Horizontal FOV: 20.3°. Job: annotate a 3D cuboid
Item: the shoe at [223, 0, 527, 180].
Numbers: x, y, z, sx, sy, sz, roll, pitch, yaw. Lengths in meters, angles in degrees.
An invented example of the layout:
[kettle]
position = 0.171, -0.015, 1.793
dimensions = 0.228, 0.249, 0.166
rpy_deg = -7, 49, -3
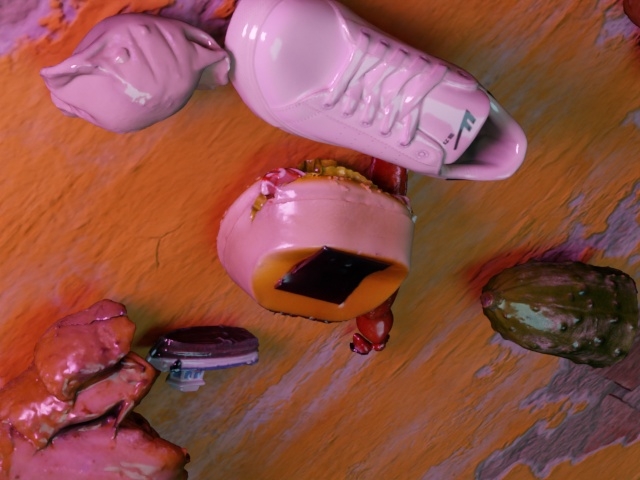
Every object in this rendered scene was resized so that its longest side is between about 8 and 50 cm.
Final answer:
[shoe]
position = 0.065, -0.132, 1.673
dimensions = 0.363, 0.160, 0.132
rpy_deg = 21, 92, -53

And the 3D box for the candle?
[candle]
position = 0.068, 0.009, 1.970
dimensions = 0.329, 0.048, 0.051
rpy_deg = 94, 16, -48

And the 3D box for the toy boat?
[toy boat]
position = -0.131, 0.128, 1.913
dimensions = 0.140, 0.059, 0.066
rpy_deg = -1, 115, -38

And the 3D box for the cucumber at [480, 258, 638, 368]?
[cucumber]
position = 0.274, 0.083, 2.182
dimensions = 0.244, 0.134, 0.134
rpy_deg = 11, 123, -45

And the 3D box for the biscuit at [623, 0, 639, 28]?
[biscuit]
position = 0.473, -0.300, 1.945
dimensions = 0.350, 0.070, 0.394
rpy_deg = -13, 142, -25

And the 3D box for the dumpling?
[dumpling]
position = -0.176, -0.139, 1.545
dimensions = 0.134, 0.100, 0.169
rpy_deg = -21, -170, 46

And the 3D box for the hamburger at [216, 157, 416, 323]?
[hamburger]
position = 0.000, 0.000, 1.829
dimensions = 0.210, 0.116, 0.173
rpy_deg = 11, 134, -38

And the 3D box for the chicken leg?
[chicken leg]
position = -0.299, 0.178, 1.772
dimensions = 0.409, 0.182, 0.295
rpy_deg = 15, 112, -32
